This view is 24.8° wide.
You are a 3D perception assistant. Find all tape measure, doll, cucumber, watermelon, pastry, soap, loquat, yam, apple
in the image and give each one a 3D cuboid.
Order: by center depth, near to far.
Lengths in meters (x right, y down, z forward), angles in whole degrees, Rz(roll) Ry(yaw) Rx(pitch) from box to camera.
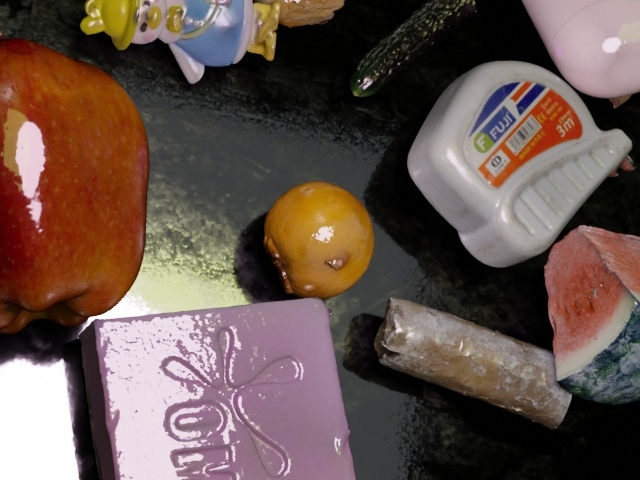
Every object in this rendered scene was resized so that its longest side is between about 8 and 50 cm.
[{"bbox_3d":[-0.320,-0.061,1.547,0.288,0.288,0.316,-8,85,-22],"label":"apple"},{"bbox_3d":[-0.111,0.223,1.638,0.285,0.107,0.296,-6,79,-24],"label":"soap"},{"bbox_3d":[0.000,0.000,1.722,0.141,0.141,0.141,5,74,-19],"label":"loquat"},{"bbox_3d":[-0.169,-0.268,1.755,0.241,0.135,0.098,3,46,-21],"label":"doll"},{"bbox_3d":[0.186,0.147,1.773,0.259,0.093,0.093,21,69,-14],"label":"yam"},{"bbox_3d":[0.398,0.063,1.802,0.226,0.148,0.318,52,45,5],"label":"watermelon"},{"bbox_3d":[-0.029,-0.343,1.833,0.153,0.081,0.153,7,69,-18],"label":"pastry"},{"bbox_3d":[0.244,-0.103,1.846,0.246,0.125,0.243,47,61,-5],"label":"tape measure"},{"bbox_3d":[0.112,-0.251,1.874,0.215,0.058,0.052,-42,127,-22],"label":"cucumber"}]

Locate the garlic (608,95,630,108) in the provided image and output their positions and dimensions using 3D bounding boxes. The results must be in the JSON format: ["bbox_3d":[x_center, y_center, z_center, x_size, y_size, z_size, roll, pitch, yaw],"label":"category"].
[{"bbox_3d":[0.434,-0.280,1.987,0.101,0.087,0.195,45,62,-18],"label":"garlic"}]

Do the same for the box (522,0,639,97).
[{"bbox_3d":[0.401,-0.354,1.893,0.289,0.141,0.349,-18,58,-4],"label":"box"}]
